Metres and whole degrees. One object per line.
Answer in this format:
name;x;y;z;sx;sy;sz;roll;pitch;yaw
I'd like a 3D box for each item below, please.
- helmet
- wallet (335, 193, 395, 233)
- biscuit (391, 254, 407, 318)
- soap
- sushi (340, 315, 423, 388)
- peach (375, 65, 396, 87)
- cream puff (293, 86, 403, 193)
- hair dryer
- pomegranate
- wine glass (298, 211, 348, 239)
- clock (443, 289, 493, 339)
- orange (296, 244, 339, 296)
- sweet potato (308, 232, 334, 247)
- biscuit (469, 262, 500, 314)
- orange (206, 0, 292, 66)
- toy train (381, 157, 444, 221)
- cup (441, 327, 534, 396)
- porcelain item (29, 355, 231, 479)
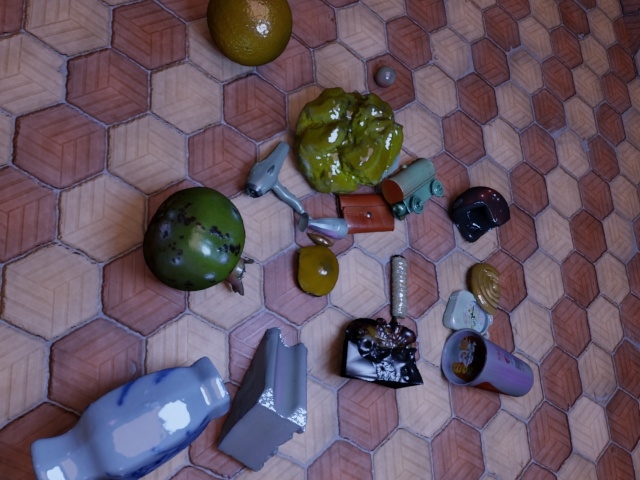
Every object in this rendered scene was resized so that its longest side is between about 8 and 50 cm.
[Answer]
helmet;0.600;-0.106;1.614;0.216;0.189;0.193;14;63;-16
wallet;0.158;-0.095;1.499;0.204;0.045;0.142;-4;80;-24
biscuit;0.275;0.158;1.485;0.061;0.055;0.219;13;73;-31
soap;-0.159;0.451;1.237;0.159;0.258;0.302;30;24;-14
sushi;0.186;0.342;1.340;0.227;0.215;0.212;7;69;0
peach;0.248;-0.626;1.645;0.083;0.083;0.083;5;76;-22
cream puff;0.103;-0.341;1.407;0.378;0.275;0.378;5;77;-21
hair dryer;-0.108;-0.202;1.407;0.267;0.092;0.229;26;62;-31
pomegranate;-0.301;0.016;1.148;0.323;0.291;0.291;36;67;-12
wine glass;0.008;-0.046;1.393;0.155;0.073;0.073;7;75;-33
clock;0.548;0.284;1.570;0.191;0.062;0.151;33;66;-14
orange;-0.002;0.093;1.356;0.160;0.112;0.170;-40;107;-26
sweet potato;0.000;0.000;1.416;0.095;0.034;0.034;26;69;-4
biscuit;0.618;0.159;1.609;0.144;0.033;0.224;39;46;-10
orange;-0.220;-0.694;1.355;0.274;0.274;0.274;5;76;-22
toy train;0.327;-0.190;1.530;0.285;0.116;0.177;-34;100;-39
cup;0.593;0.445;1.496;0.288;0.203;0.203;25;69;-23
porcelain item;-0.423;0.444;1.014;0.405;0.242;0.178;-22;62;-28
